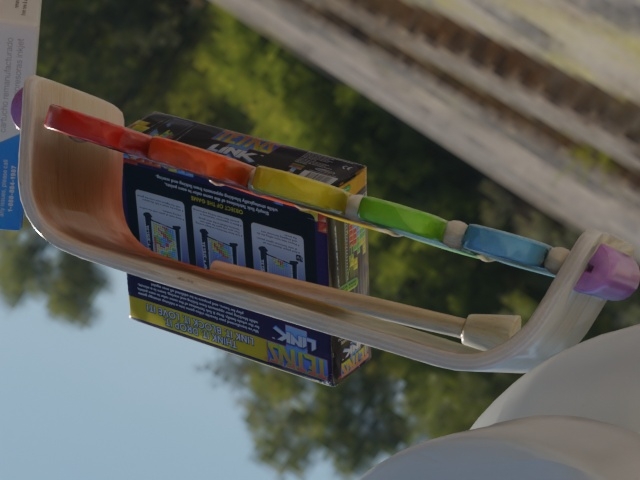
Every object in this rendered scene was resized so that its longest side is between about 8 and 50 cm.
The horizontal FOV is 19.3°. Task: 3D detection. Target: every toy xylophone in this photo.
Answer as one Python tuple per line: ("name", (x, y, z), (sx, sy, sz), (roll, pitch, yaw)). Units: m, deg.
("toy xylophone", (0.000, 0.000, 0.965), (0.322, 0.081, 0.236), (16, 180, 10))

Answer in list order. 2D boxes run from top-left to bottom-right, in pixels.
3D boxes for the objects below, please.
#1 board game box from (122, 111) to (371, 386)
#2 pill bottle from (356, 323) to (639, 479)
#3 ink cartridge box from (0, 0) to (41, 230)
("board game box", (-0.050, 0.004, 1.211), (0.170, 0.141, 0.048), (17, -145, 30))
("pill bottle", (0.132, 0.103, 0.524), (0.169, 0.169, 0.301), (35, -158, 34))
("ink cartridge box", (-0.283, -0.095, 1.183), (0.203, 0.148, 0.086), (4, -152, -9))
